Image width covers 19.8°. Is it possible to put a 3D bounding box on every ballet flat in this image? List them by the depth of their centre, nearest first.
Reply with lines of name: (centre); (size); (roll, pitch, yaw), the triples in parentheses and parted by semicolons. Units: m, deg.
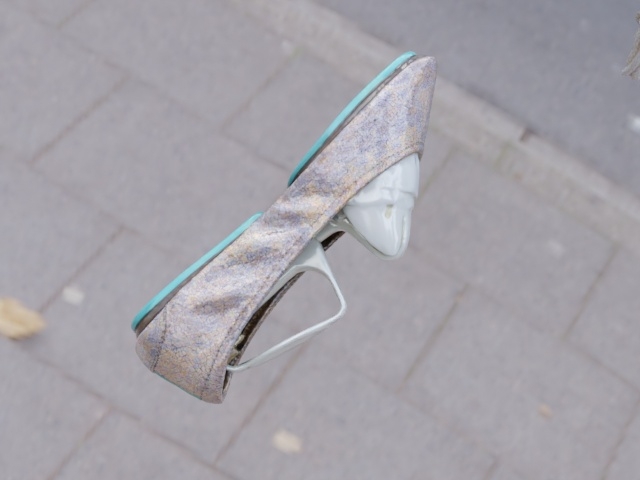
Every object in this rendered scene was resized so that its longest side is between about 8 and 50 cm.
ballet flat: (0.000, 0.000, 1.374); (0.106, 0.316, 0.107); (45, 1, 12)

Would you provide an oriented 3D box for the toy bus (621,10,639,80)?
toy bus: (0.120, -0.176, 0.638); (0.104, 0.202, 0.191); (38, 8, 15)
